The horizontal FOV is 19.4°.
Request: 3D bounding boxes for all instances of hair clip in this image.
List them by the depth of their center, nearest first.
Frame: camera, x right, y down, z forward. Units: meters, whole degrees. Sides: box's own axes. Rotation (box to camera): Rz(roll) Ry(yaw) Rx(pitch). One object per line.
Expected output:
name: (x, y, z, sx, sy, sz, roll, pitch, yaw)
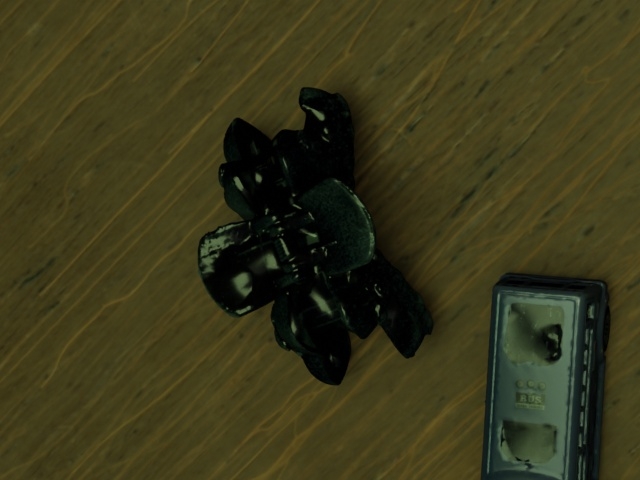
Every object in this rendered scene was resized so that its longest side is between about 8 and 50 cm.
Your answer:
hair clip: (-0.003, -0.002, 1.965, 0.194, 0.206, 0.310, -24, 88, 22)

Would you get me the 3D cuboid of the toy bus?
toy bus: (0.228, 0.186, 1.944, 0.125, 0.133, 0.292, 5, 95, 17)
